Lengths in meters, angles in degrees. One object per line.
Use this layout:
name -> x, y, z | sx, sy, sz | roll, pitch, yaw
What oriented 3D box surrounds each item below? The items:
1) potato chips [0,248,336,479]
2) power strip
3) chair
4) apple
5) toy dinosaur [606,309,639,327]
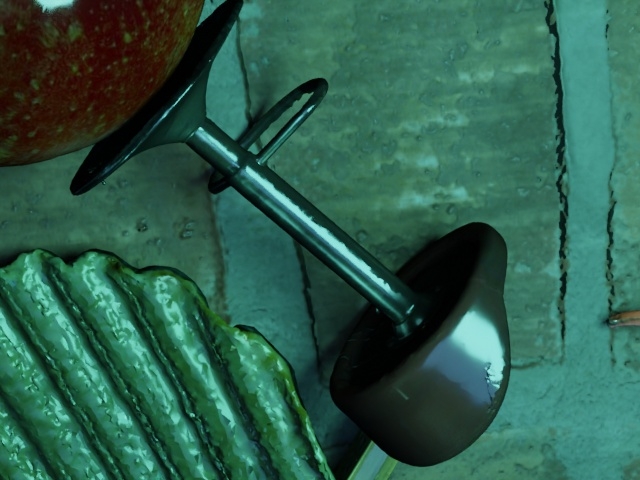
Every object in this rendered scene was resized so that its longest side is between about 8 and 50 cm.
potato chips -> -0.182, 0.194, 1.612 | 0.358, 0.070, 0.429 | -28, 100, 15
power strip -> 0.032, 0.237, 1.660 | 0.044, 0.064, 0.305 | 29, 100, -9
chair -> 0.000, 0.000, 1.518 | 0.401, 0.226, 0.226 | 42, 97, -13
apple -> -0.254, -0.239, 1.375 | 0.349, 0.348, 0.277 | 23, 142, -11
toy dinosaur -> 0.431, 0.061, 1.656 | 0.286, 0.070, 0.139 | 18, 77, 5
